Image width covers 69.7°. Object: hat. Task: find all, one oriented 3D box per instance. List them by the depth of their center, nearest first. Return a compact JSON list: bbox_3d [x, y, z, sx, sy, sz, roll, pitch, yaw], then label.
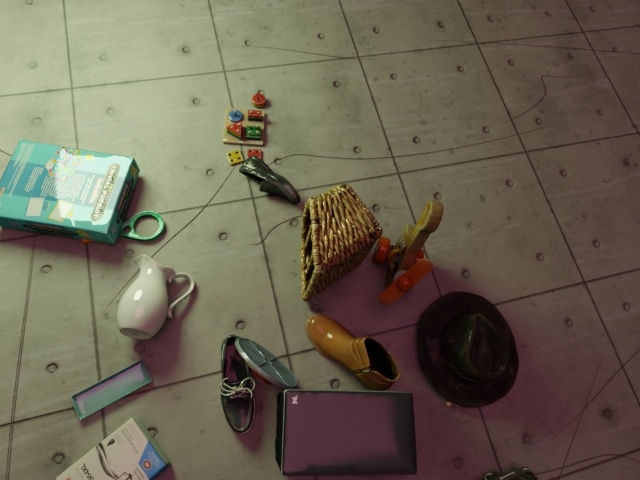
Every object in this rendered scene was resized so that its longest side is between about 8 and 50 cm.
[{"bbox_3d":[0.436,0.295,1.294,0.331,0.134,0.332,2,70,-5],"label":"hat"}]

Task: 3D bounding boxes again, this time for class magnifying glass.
[{"bbox_3d":[-0.577,-0.029,1.351,0.230,0.026,0.092,-13,72,-12],"label":"magnifying glass"}]

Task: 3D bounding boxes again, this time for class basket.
[{"bbox_3d":[0.000,0.000,1.274,0.223,0.299,0.213,-32,77,-18],"label":"basket"}]

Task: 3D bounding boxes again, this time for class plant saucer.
[{"bbox_3d":[-0.543,0.388,1.202,0.192,0.018,0.067,-27,75,-16],"label":"plant saucer"}]

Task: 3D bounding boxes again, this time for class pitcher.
[{"bbox_3d":[-0.447,0.163,1.255,0.177,0.125,0.207,18,56,-18],"label":"pitcher"}]

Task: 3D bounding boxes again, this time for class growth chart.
[{"bbox_3d":[0.429,0.364,1.349,0.171,0.021,0.237,4,69,-6],"label":"growth chart"}]

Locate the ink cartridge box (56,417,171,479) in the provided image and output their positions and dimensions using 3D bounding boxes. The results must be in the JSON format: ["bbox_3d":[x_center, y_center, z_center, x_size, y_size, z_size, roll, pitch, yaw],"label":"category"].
[{"bbox_3d":[-0.493,0.556,1.108,0.203,0.086,0.148,-38,79,-20],"label":"ink cartridge box"}]

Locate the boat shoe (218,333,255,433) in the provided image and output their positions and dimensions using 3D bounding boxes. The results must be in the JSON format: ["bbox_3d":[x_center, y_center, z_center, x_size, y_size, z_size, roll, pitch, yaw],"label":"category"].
[{"bbox_3d":[-0.221,0.377,1.218,0.095,0.079,0.255,-2,69,-8],"label":"boat shoe"}]

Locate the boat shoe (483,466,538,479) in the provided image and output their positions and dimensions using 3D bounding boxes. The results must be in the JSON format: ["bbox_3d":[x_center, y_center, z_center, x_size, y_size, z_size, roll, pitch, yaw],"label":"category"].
[{"bbox_3d":[0.467,0.662,1.225,0.233,0.084,0.079,-10,33,-5],"label":"boat shoe"}]

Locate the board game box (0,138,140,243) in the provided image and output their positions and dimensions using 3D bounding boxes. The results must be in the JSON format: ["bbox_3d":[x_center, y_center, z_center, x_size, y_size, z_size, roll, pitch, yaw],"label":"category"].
[{"bbox_3d":[-0.732,-0.142,1.328,0.335,0.079,0.254,9,66,-2],"label":"board game box"}]

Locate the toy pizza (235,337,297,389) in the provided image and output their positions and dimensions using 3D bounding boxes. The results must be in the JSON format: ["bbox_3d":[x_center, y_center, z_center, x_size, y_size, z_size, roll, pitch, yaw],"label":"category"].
[{"bbox_3d":[-0.145,0.326,1.192,0.201,0.201,0.032,37,89,7],"label":"toy pizza"}]

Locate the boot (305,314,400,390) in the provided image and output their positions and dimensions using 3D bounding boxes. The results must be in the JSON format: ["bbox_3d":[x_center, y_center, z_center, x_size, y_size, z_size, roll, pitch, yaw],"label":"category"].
[{"bbox_3d":[0.082,0.287,1.220,0.109,0.220,0.283,-38,79,-19],"label":"boot"}]

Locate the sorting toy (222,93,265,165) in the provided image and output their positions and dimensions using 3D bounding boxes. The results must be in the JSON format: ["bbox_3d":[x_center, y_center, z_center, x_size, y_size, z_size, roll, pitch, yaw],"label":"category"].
[{"bbox_3d":[-0.253,-0.376,1.517,0.132,0.046,0.275,3,69,-7],"label":"sorting toy"}]

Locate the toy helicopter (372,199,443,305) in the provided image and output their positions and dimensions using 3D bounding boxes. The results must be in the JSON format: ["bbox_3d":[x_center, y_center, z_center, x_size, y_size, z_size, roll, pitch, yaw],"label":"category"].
[{"bbox_3d":[0.246,0.032,1.268,0.140,0.355,0.235,18,51,-1],"label":"toy helicopter"}]

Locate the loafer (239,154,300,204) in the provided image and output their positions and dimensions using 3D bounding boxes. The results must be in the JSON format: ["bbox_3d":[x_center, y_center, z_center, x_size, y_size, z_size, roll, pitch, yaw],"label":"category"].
[{"bbox_3d":[-0.159,-0.178,1.444,0.223,0.076,0.078,39,74,12],"label":"loafer"}]

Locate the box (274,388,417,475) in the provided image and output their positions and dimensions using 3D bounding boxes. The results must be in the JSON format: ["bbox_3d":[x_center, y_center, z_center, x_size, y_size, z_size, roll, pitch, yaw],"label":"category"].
[{"bbox_3d":[0.043,0.458,1.111,0.296,0.294,0.183,3,69,-6],"label":"box"}]
